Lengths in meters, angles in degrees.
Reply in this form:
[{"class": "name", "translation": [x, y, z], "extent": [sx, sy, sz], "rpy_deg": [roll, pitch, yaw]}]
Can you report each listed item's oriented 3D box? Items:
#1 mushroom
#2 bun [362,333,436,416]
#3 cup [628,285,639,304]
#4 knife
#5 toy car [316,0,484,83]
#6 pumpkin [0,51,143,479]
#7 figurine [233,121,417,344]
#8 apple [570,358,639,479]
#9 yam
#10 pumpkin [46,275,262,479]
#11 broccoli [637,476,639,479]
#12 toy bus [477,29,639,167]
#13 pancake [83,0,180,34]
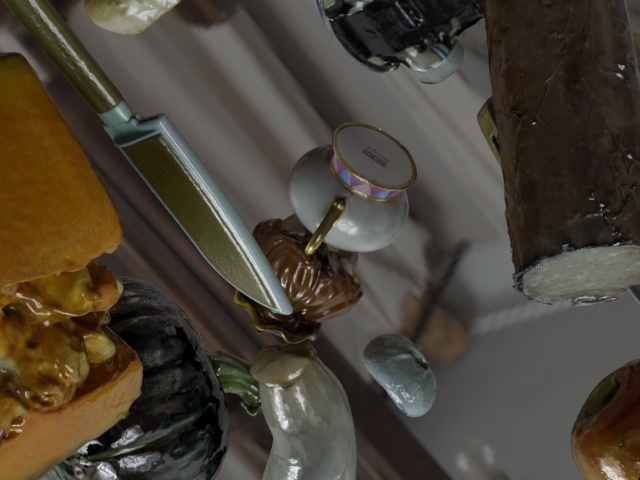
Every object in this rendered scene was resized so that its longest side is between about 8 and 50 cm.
[{"class": "mushroom", "translation": [-0.014, 0.232, 1.939], "extent": [0.109, 0.351, 0.097], "rpy_deg": [5, -133, 8]}, {"class": "bun", "translation": [0.126, 0.198, 2.618], "extent": [0.083, 0.141, 0.141], "rpy_deg": [-37, -161, 0]}, {"class": "cup", "translation": [0.576, 0.041, 2.404], "extent": [0.347, 0.163, 0.347], "rpy_deg": [-4, -125, 5]}, {"class": "knife", "translation": [-0.122, -0.069, 1.193], "extent": [0.061, 0.343, 0.027], "rpy_deg": [-5, -140, 45]}, {"class": "toy car", "translation": [0.100, -0.272, 1.620], "extent": [0.235, 0.172, 0.158], "rpy_deg": [-32, -132, 10]}, {"class": "pumpkin", "translation": [-0.268, 0.034, 1.237], "extent": [0.225, 0.303, 0.256], "rpy_deg": [-28, -128, -29]}, {"class": "figurine", "translation": [0.000, 0.000, 1.909], "extent": [0.263, 0.142, 0.189], "rpy_deg": [-57, 171, 35]}, {"class": "apple", "translation": [0.417, 0.250, 2.207], "extent": [0.196, 0.196, 0.196], "rpy_deg": [-35, -160, 15]}, {"class": "yam", "translation": [0.194, -0.096, 1.348], "extent": [0.131, 0.131, 0.279], "rpy_deg": [-19, -109, 46]}, {"class": "pumpkin", "translation": [-0.200, 0.171, 1.987], "extent": [0.296, 0.296, 0.296], "rpy_deg": [-35, -160, 15]}, {"class": "broccoli", "translation": [0.354, 0.408, 1.722], "extent": [0.310, 0.321, 0.413], "rpy_deg": [-18, 149, -33]}, {"class": "toy bus", "translation": [0.356, -0.132, 1.918], "extent": [0.365, 0.177, 0.202], "rpy_deg": [-9, 154, -43]}, {"class": "pancake", "translation": [-0.163, -0.368, 1.563], "extent": [0.082, 0.387, 0.387], "rpy_deg": [0, -176, -24]}]
